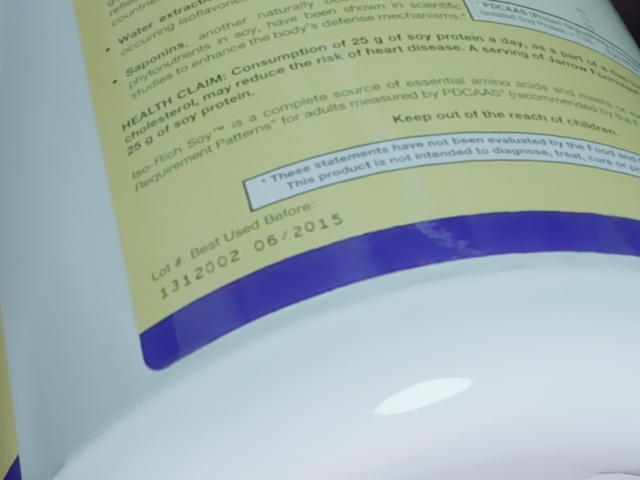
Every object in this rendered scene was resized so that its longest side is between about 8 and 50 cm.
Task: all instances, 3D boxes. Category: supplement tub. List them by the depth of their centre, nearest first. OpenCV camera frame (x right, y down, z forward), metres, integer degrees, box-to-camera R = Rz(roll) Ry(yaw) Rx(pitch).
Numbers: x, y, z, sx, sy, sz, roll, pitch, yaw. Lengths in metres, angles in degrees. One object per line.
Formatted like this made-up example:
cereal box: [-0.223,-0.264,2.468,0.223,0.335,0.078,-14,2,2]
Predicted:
supplement tub: [0.000,0.000,0.521,0.241,0.331,0.241,-9,136,-9]
